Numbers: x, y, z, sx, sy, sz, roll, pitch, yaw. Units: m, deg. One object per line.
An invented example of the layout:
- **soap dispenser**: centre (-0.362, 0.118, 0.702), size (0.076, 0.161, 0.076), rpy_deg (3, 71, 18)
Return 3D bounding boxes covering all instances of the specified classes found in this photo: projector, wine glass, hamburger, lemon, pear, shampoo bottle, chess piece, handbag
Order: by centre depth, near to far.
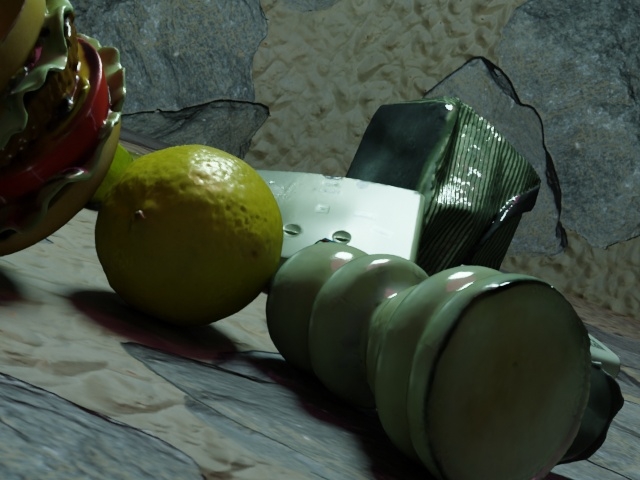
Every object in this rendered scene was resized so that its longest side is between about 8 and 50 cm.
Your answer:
- **chess piece**: centre (0.064, 0.087, 1.021), size (0.182, 0.182, 0.330), rpy_deg (17, 1, -34)
- **hamburger**: centre (-0.305, -0.110, 1.034), size (0.274, 0.274, 0.212), rpy_deg (26, -22, 40)
- **lemon**: centre (-0.123, -0.004, 1.118), size (0.178, 0.178, 0.203), rpy_deg (24, 5, 24)
- **wine glass**: centre (0.194, 0.131, 1.184), size (0.156, 0.156, 0.232), rpy_deg (18, 9, -25)
- **projector**: centre (0.000, 0.000, 1.564), size (0.269, 0.088, 0.194), rpy_deg (8, 45, 7)
- **pear**: centre (-0.346, -0.108, 1.663), size (0.141, 0.104, 0.141), rpy_deg (32, -14, 9)
- **shampoo bottle**: centre (0.335, 0.160, 1.747), size (0.153, 0.071, 0.284), rpy_deg (38, 17, 35)
- **handbag**: centre (0.169, -0.034, 1.776), size (0.240, 0.341, 0.247), rpy_deg (31, -13, -27)

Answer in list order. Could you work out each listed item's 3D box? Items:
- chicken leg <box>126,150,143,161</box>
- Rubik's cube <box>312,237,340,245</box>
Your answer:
- **chicken leg**: centre (-0.350, -0.114, 1.841), size (0.227, 0.088, 0.103), rpy_deg (15, 16, -1)
- **Rubik's cube**: centre (0.013, 0.060, 1.311), size (0.133, 0.112, 0.133), rpy_deg (22, 6, -2)
